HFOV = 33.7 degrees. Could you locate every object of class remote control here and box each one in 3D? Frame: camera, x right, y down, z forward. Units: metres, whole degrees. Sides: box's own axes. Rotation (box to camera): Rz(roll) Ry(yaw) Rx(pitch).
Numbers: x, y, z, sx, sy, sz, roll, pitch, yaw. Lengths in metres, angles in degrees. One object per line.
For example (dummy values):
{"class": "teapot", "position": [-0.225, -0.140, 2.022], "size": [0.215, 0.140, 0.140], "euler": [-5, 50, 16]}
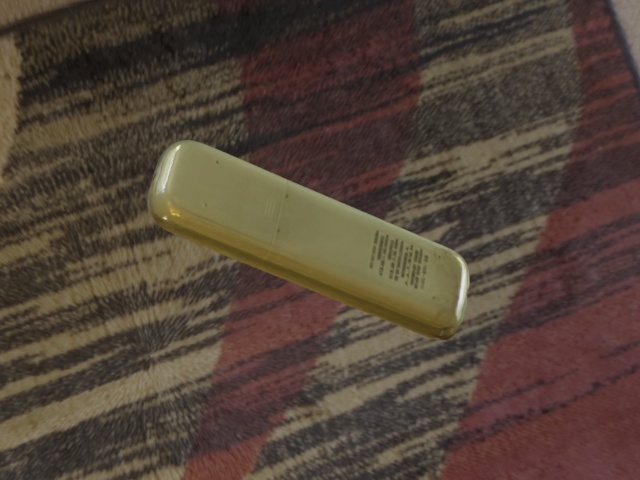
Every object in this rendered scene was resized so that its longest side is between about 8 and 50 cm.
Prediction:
{"class": "remote control", "position": [0.000, 0.001, 0.918], "size": [0.309, 0.038, 0.090], "euler": [22, 60, -20]}
